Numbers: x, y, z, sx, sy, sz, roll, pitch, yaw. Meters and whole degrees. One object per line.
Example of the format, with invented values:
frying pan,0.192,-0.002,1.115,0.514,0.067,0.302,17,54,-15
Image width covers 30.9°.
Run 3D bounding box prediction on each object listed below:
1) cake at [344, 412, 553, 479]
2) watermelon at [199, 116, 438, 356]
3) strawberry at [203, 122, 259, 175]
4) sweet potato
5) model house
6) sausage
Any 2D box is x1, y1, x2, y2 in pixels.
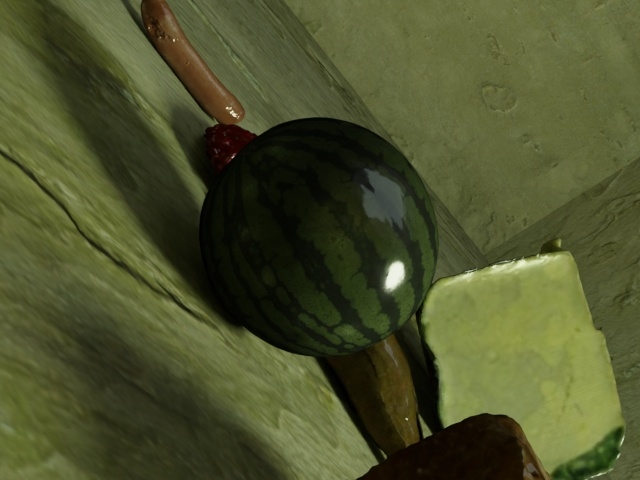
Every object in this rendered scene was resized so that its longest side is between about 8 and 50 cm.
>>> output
cake,0.122,0.279,0.788,0.293,0.198,0.196,49,11,-44
watermelon,0.000,0.000,1.017,0.212,0.212,0.212,54,11,-15
strawberry,-0.069,-0.086,1.286,0.167,0.087,0.208,45,14,-43
sweet potato,0.031,0.115,1.202,0.112,0.085,0.286,-26,94,-46
model house,0.246,0.193,1.643,0.266,0.261,0.321,128,-51,-75
sausage,-0.155,-0.211,1.380,0.186,0.043,0.043,53,11,-22
